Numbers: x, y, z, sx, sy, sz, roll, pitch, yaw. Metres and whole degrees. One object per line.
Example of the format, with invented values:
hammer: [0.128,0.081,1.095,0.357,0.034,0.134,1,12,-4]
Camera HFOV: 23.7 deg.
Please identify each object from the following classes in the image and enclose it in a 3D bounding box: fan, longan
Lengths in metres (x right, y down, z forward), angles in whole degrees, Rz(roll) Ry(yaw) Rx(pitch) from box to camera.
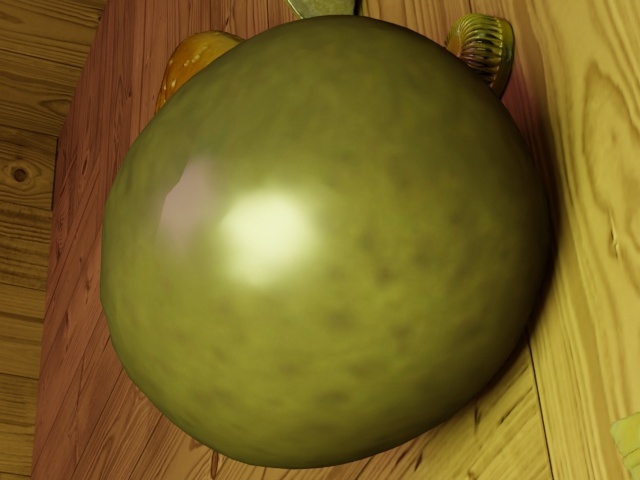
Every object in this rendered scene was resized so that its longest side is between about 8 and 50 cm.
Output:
fan: [0.120,-0.114,1.275,0.082,0.039,0.155,-168,89,-72]
longan: [0.000,0.000,1.137,0.361,0.361,0.361,-168,90,-72]

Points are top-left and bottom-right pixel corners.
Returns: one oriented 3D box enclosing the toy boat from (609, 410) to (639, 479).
toy boat: [0.256,0.023,0.621,0.445,0.136,0.162,126,155,-54]

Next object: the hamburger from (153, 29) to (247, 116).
hamburger: [-0.112,-0.095,1.774,0.314,0.170,0.290,-125,42,-64]

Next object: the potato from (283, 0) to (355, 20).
potato: [-0.014,-0.330,1.673,0.098,0.138,0.243,158,124,-75]
